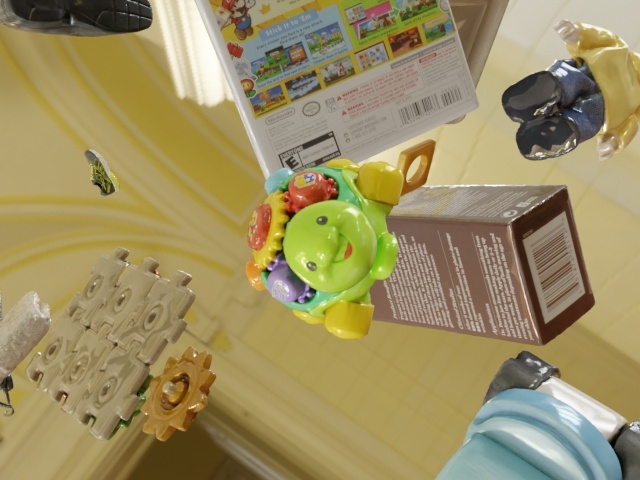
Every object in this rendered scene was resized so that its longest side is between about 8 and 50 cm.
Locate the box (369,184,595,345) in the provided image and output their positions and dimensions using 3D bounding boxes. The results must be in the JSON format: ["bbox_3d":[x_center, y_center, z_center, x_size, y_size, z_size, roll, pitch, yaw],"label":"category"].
[{"bbox_3d":[0.200,0.027,1.457,0.143,0.191,0.381,-30,21,-35],"label":"box"}]

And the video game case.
[{"bbox_3d":[0.022,-0.177,0.922,0.227,0.206,0.026,-25,21,-10],"label":"video game case"}]

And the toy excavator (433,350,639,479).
[{"bbox_3d":[0.174,0.400,1.155,0.445,0.222,0.432,-22,-46,-43],"label":"toy excavator"}]

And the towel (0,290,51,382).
[{"bbox_3d":[-0.421,0.149,1.254,0.187,0.049,0.282,-49,13,-11],"label":"towel"}]

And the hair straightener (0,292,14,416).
[{"bbox_3d":[-0.491,0.171,1.502,0.047,0.230,0.089,-28,-31,4],"label":"hair straightener"}]

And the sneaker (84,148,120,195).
[{"bbox_3d":[-0.356,-0.108,1.567,0.035,0.083,0.031,-36,0,-25],"label":"sneaker"}]

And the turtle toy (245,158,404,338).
[{"bbox_3d":[0.000,0.000,0.506,0.130,0.066,0.095,-166,88,-69],"label":"turtle toy"}]

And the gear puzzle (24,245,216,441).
[{"bbox_3d":[-0.179,0.108,0.952,0.339,0.044,0.175,15,71,56],"label":"gear puzzle"}]

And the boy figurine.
[{"bbox_3d":[0.337,-0.192,1.210,0.092,0.177,0.285,-18,7,44],"label":"boy figurine"}]

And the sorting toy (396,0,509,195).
[{"bbox_3d":[0.124,-0.211,1.110,0.196,0.047,0.347,-14,-51,-51],"label":"sorting toy"}]

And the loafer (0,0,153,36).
[{"bbox_3d":[-0.258,-0.243,1.028,0.170,0.062,0.061,-2,-4,-40],"label":"loafer"}]
